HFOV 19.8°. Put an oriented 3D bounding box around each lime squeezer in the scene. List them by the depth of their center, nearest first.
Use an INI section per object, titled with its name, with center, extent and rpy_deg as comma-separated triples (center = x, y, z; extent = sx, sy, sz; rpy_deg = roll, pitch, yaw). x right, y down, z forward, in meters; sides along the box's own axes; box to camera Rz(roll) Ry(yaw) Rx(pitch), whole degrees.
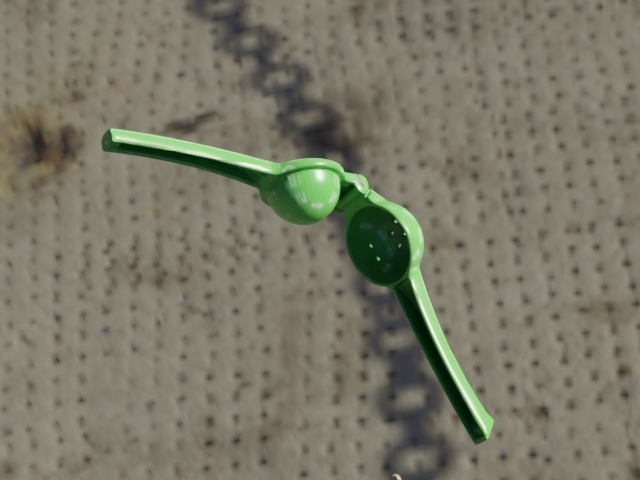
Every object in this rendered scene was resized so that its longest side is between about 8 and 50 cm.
[lime squeezer]
center = 0.000, 0.000, 1.171
extent = 0.310, 0.059, 0.110
rpy_deg = 39, 61, -14

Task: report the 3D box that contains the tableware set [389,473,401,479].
[tableware set]
center = 0.119, 0.299, 1.563
extent = 0.128, 0.194, 0.039
rpy_deg = 3, 21, 34
